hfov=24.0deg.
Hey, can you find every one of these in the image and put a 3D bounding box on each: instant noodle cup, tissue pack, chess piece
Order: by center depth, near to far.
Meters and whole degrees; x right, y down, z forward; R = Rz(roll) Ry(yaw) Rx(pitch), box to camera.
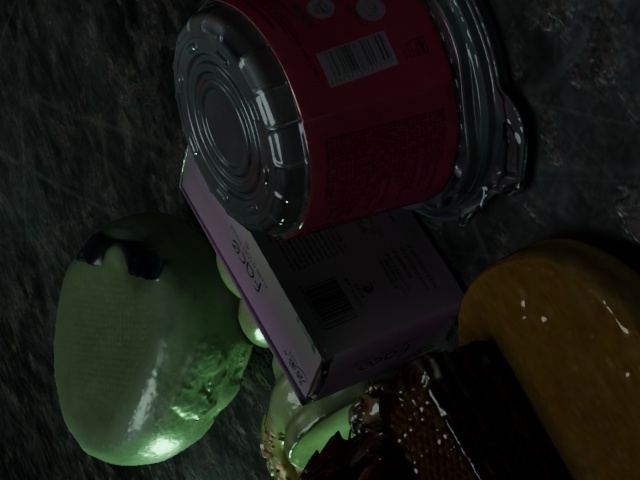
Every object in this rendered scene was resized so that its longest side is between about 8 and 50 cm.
[{"bbox_3d":[0.000,-0.113,1.164,0.302,0.181,0.258,35,139,50],"label":"instant noodle cup"},{"bbox_3d":[0.000,0.000,1.305,0.246,0.148,0.092,59,155,24],"label":"tissue pack"},{"bbox_3d":[-0.015,0.072,1.427,0.251,0.144,0.144,63,156,27],"label":"chess piece"}]

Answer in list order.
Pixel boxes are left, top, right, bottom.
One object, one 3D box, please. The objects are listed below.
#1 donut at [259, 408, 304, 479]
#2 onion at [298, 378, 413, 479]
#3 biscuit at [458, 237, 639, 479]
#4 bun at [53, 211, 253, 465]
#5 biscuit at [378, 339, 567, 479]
[{"bbox_3d":[-0.006,0.236,1.599,0.174,0.068,0.174,45,146,42],"label":"donut"},{"bbox_3d":[0.056,0.280,1.276,0.221,0.281,0.281,9,127,17],"label":"onion"},{"bbox_3d":[0.208,0.163,1.113,0.312,0.057,0.351,11,120,63],"label":"biscuit"},{"bbox_3d":[-0.170,0.115,1.705,0.293,0.187,0.293,-17,69,53],"label":"bun"},{"bbox_3d":[0.169,0.256,1.120,0.388,0.073,0.107,61,154,14],"label":"biscuit"}]
